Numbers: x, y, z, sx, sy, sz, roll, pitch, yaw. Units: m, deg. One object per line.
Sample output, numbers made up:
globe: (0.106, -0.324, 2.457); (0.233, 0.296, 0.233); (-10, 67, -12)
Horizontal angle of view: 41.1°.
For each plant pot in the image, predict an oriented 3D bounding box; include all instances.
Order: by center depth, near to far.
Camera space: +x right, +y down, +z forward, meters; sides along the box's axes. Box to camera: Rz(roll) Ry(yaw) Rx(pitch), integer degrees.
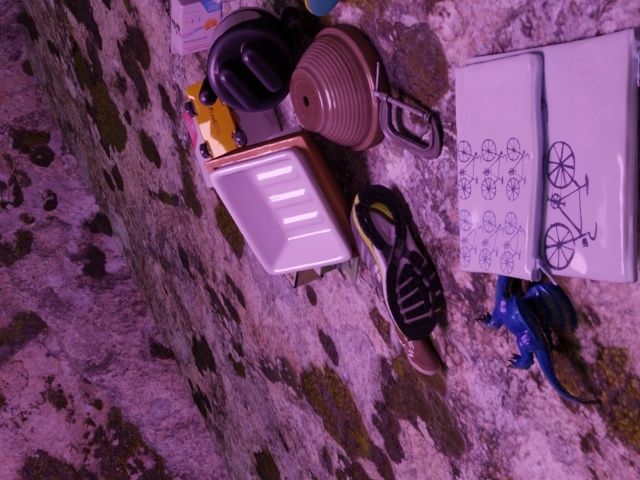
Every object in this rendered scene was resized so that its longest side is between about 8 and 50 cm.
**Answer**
plant pot: (0.018, -0.270, 1.577); (0.237, 0.109, 0.237); (45, 147, 41)

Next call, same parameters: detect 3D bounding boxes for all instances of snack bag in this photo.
snack bag: (0.294, -0.101, 1.150); (0.342, 0.037, 0.323); (9, 101, 61)

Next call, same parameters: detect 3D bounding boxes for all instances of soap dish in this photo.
soap dish: (-0.062, -0.076, 1.691); (0.228, 0.118, 0.291); (-12, 124, 29)

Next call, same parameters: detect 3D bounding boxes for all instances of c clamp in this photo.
c clamp: (0.144, -0.210, 1.447); (0.160, 0.022, 0.137); (36, 141, 31)

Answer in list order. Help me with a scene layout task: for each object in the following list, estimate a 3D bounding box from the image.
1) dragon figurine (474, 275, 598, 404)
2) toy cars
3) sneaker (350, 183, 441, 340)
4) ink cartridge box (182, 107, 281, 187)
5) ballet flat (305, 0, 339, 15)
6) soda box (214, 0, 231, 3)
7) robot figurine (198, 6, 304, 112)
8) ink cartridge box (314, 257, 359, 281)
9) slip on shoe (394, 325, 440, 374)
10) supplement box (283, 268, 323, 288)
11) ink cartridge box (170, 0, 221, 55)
dragon figurine: (0.323, 0.120, 1.294); (0.289, 0.085, 0.144); (58, 153, 25)
toy cars: (-0.125, -0.200, 1.822); (0.393, 0.087, 0.176); (31, 106, 6)
sneaker: (0.138, 0.044, 1.611); (0.121, 0.111, 0.300); (146, 106, -78)
ink cartridge box: (-0.204, -0.245, 2.024); (0.283, 0.117, 0.207); (-3, 106, 64)
ballet flat: (0.017, -0.501, 1.463); (0.231, 0.077, 0.077); (104, 159, -47)
soda box: (-0.245, -0.597, 1.861); (0.286, 0.098, 0.091); (38, 139, 47)
robot figurine: (-0.137, -0.357, 1.670); (0.278, 0.209, 0.174); (-97, 5, -60)
ink cartridge box: (0.000, 0.000, 1.870); (0.209, 0.062, 0.109); (49, 147, 36)
slip on shoe: (0.189, 0.204, 1.668); (0.041, 0.051, 0.135); (94, 153, -46)
supplement box: (-0.037, 0.054, 1.959); (0.056, 0.083, 0.083); (52, 150, 31)
ink cartridge box: (-0.295, -0.507, 2.020); (0.062, 0.104, 0.181); (55, 152, 29)
